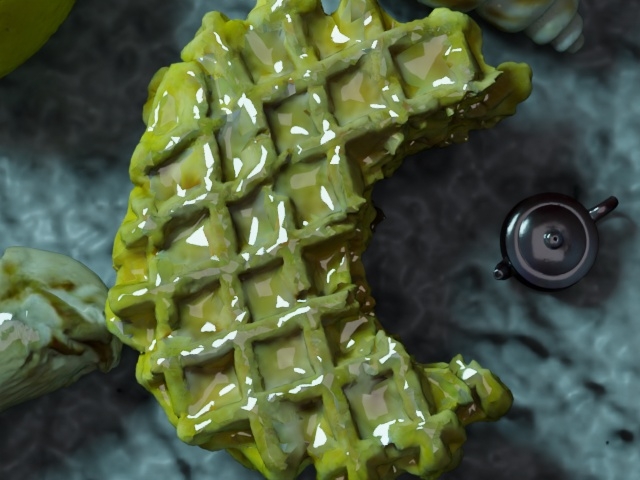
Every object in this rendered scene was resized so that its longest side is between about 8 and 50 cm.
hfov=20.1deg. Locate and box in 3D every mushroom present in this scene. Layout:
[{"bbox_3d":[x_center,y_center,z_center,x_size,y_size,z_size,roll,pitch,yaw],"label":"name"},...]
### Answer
[{"bbox_3d":[-0.330,0.058,1.177,0.397,0.126,0.177,12,62,0],"label":"mushroom"}]

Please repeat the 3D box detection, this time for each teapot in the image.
[{"bbox_3d":[0.159,-0.002,1.218,0.100,0.045,0.068,-33,87,-2],"label":"teapot"}]

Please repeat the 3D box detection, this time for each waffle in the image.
[{"bbox_3d":[0.000,0.000,1.161,0.261,0.151,0.324,3,78,6],"label":"waffle"}]

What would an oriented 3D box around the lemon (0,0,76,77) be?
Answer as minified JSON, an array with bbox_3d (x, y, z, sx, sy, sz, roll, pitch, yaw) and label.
[{"bbox_3d":[-0.253,-0.228,1.152,0.240,0.240,0.219,21,62,2],"label":"lemon"}]

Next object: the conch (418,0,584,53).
[{"bbox_3d":[0.081,-0.238,1.189,0.149,0.183,0.275,-22,86,-43],"label":"conch"}]
